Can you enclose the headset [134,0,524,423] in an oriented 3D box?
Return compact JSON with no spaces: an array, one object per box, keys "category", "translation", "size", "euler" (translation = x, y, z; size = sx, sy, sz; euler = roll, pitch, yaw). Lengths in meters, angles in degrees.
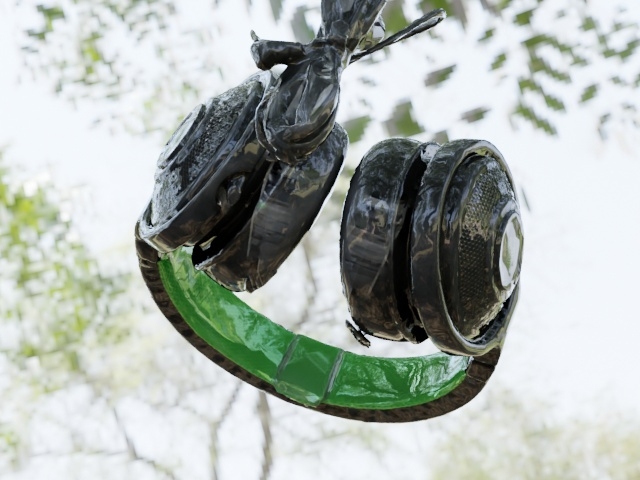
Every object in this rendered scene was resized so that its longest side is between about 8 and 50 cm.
[{"category":"headset","translation":[0.000,0.000,1.026],"size":[0.243,0.185,0.394],"euler":[19,-38,8]}]
